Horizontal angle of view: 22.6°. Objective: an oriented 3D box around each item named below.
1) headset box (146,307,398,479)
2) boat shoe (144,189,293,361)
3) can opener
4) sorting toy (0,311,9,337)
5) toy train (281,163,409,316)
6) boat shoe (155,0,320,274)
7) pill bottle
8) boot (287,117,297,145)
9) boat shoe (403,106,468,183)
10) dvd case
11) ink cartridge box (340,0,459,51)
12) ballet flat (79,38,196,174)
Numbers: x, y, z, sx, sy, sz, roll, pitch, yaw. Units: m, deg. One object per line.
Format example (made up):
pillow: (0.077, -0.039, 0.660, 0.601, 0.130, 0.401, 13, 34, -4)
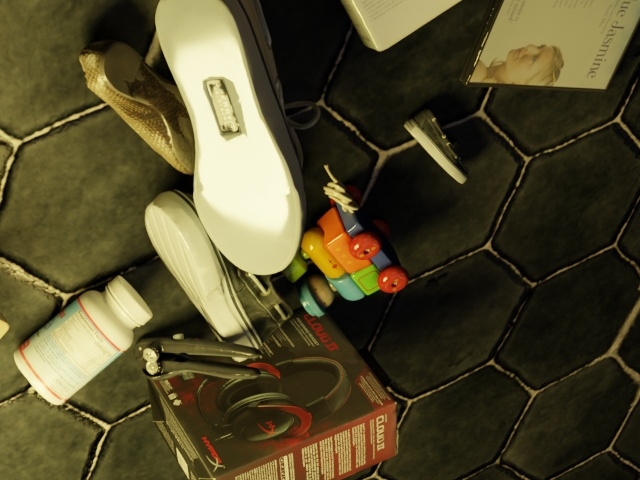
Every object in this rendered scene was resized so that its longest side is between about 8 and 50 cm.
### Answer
headset box: (-0.050, 0.219, 2.092, 0.293, 0.218, 0.110, -20, 135, -19)
boat shoe: (-0.118, 0.023, 1.967, 0.119, 0.121, 0.335, -39, 150, -11)
can opener: (-0.154, 0.145, 2.008, 0.073, 0.186, 0.059, -22, 106, -56)
sorting toy: (-0.527, 0.114, 1.759, 0.257, 0.089, 0.255, -46, 138, 9)
toy train: (0.000, 0.000, 2.036, 0.143, 0.105, 0.248, -30, 139, 10)
boat shoe: (-0.083, -0.148, 1.800, 0.135, 0.156, 0.367, -4, 120, 24)
pill bottle: (-0.285, 0.118, 1.935, 0.160, 0.087, 0.087, -40, 138, 0)
boot: (-0.053, -0.103, 1.932, 0.084, 0.059, 0.158, -39, 138, -7)
boat shoe: (0.160, -0.122, 2.072, 0.040, 0.049, 0.142, -44, 136, 5)
dvd case: (0.310, -0.275, 2.064, 0.253, 0.022, 0.180, -2, 126, -35)
ink cartridge box: (0.116, -0.385, 1.805, 0.275, 0.060, 0.239, -33, 113, -7)
ballet flat: (-0.194, -0.149, 1.797, 0.250, 0.058, 0.084, 41, 59, -53)
